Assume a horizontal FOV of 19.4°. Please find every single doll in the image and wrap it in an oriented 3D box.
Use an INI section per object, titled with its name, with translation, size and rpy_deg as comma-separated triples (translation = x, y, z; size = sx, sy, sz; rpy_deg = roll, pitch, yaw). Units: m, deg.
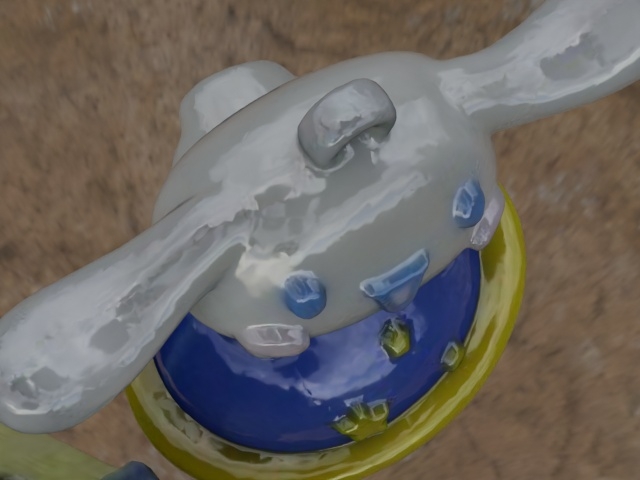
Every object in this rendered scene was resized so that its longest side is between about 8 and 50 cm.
[doll]
translation = 0.017, -0.023, 0.790
size = 0.311, 0.242, 0.159
rpy_deg = -35, 54, 3

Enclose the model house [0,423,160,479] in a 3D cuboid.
[model house]
translation = -0.135, 0.248, 0.792
size = 0.266, 0.261, 0.321
rpy_deg = 20, 120, 27
